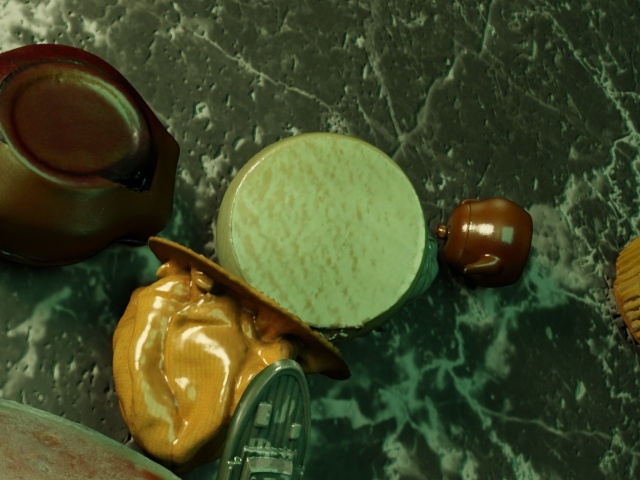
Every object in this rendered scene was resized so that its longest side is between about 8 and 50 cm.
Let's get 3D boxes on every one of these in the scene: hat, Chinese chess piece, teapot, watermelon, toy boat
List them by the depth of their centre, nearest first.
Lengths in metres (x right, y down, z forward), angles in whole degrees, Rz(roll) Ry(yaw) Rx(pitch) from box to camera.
[{"bbox_3d":[-0.238,0.256,1.080,0.318,0.226,0.148,23,99,1],"label":"watermelon"},{"bbox_3d":[-0.056,0.228,1.141,0.078,0.085,0.260,9,102,-22],"label":"toy boat"},{"bbox_3d":[-0.126,0.162,1.246,0.233,0.244,0.233,28,75,21],"label":"hat"},{"bbox_3d":[0.000,0.000,1.376,0.238,0.092,0.237,2,78,-10],"label":"Chinese chess piece"},{"bbox_3d":[0.193,-0.004,1.554,0.116,0.116,0.173,35,28,-17],"label":"teapot"}]

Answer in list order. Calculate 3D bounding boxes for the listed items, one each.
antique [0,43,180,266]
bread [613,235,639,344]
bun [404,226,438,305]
[{"bbox_3d":[-0.265,-0.089,1.256,0.278,0.129,0.223,24,57,-27],"label":"antique"},{"bbox_3d":[0.480,0.070,1.712,0.199,0.104,0.199,17,57,-29],"label":"bread"},{"bbox_3d":[0.082,0.006,1.480,0.141,0.083,0.140,14,61,-27],"label":"bun"}]
